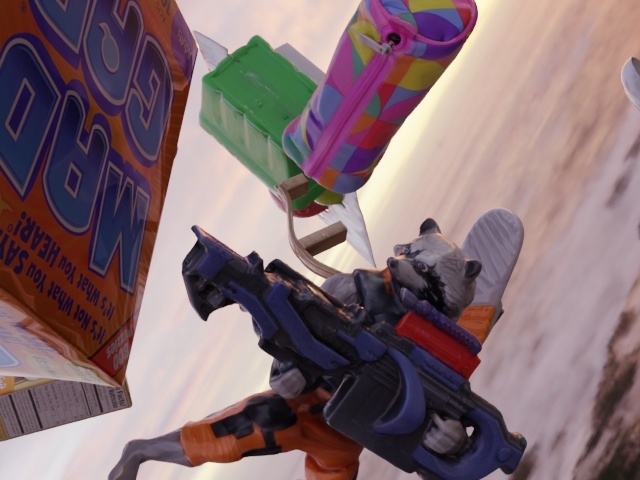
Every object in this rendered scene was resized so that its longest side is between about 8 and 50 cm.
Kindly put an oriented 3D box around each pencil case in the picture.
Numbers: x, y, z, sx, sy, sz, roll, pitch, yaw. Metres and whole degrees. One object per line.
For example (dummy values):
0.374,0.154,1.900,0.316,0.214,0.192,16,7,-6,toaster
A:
0.045,-0.137,0.931,0.104,0.104,0.236,-59,1,-37,pencil case

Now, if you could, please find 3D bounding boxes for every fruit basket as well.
-0.035,-0.134,1.596,0.165,0.327,0.353,-44,-27,-7,fruit basket

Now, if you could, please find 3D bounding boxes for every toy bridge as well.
0.000,0.000,1.194,0.063,0.188,0.026,-26,-32,-23,toy bridge

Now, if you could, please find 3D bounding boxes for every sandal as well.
0.219,0.075,1.498,0.076,0.102,0.265,-12,-47,-60,sandal

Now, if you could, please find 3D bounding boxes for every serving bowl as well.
0.351,-0.158,1.156,0.027,0.083,0.083,-40,8,28,serving bowl

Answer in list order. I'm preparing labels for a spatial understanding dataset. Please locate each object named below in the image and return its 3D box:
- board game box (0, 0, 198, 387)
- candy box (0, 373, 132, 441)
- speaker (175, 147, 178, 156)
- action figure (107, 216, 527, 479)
-0.347,-0.113,0.878,0.356,0.356,0.357,66,-150,-64,board game box
-0.428,0.183,1.460,0.183,0.316,0.088,-118,16,-54,candy box
-0.240,-0.115,1.383,0.055,0.055,0.136,-63,-13,19,speaker
-0.019,0.098,0.857,0.330,0.341,0.178,-41,28,10,action figure
